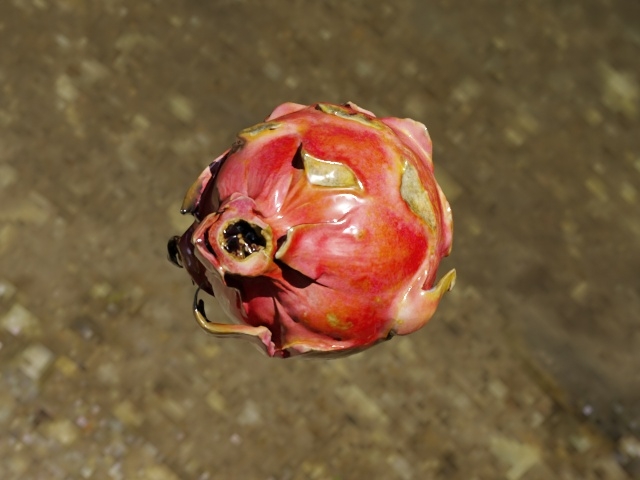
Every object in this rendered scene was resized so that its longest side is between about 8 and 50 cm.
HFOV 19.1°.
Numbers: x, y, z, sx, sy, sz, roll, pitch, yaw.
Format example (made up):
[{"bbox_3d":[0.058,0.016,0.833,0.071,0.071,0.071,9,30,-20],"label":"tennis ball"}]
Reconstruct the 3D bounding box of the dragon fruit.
[{"bbox_3d":[0.000,0.000,0.916,0.133,0.136,0.166,43,20,13],"label":"dragon fruit"}]
